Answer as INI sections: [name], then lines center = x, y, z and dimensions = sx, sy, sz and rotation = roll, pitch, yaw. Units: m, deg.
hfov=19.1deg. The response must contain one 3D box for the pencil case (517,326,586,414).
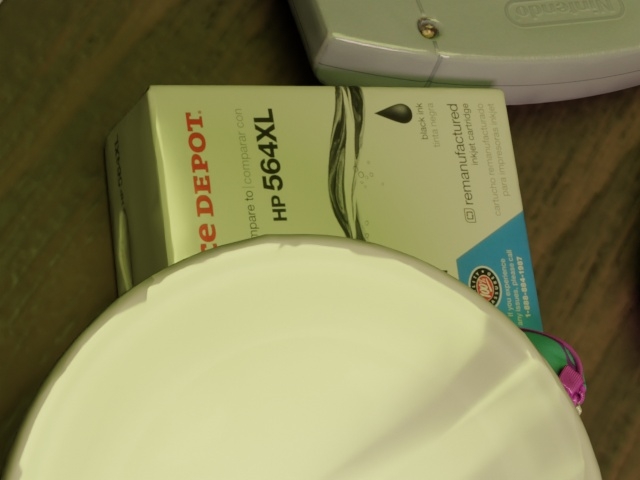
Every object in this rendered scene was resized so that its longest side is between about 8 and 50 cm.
[pencil case]
center = 0.088, 0.123, 0.962
dimensions = 0.070, 0.152, 0.064
rotation = 26, 29, 30

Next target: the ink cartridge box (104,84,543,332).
[ink cartridge box]
center = 0.000, 0.000, 0.995
dimensions = 0.203, 0.086, 0.148
rotation = -2, 75, -23

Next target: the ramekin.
[ramekin]
center = -0.017, 0.139, 0.846
dimensions = 0.272, 0.127, 0.273
rotation = 2, 83, -15

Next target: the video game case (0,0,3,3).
[video game case]
center = -0.238, -0.123, 0.981
dimensions = 0.119, 0.015, 0.166
rotation = 33, 65, -8

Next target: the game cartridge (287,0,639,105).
[game cartridge]
center = 0.110, -0.172, 1.089
dimensions = 0.294, 0.060, 0.196
rotation = -8, 60, -23
